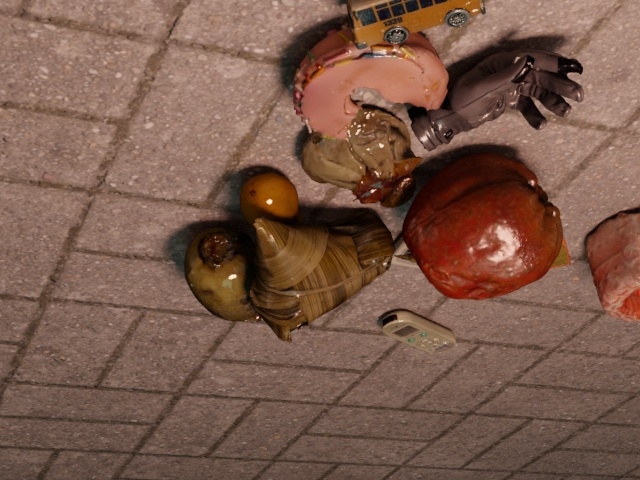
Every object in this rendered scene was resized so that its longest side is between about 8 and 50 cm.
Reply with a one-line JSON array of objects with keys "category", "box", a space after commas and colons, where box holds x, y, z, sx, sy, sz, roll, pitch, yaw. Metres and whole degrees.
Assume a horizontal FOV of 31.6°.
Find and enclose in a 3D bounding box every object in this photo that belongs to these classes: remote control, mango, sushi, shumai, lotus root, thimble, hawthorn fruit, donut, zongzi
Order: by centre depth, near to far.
[{"category": "donut", "box": [0.064, -0.242, 1.651, 0.233, 0.085, 0.199, -15, 149, 14]}, {"category": "shumai", "box": [0.069, -0.118, 1.832, 0.201, 0.120, 0.201, -8, 150, -5]}, {"category": "hawthorn fruit", "box": [0.277, -0.016, 1.913, 0.262, 0.258, 0.258, -36, 149, -7]}, {"category": "zongzi", "box": [0.000, 0.000, 1.939, 0.286, 0.134, 0.288, -35, 143, -21]}, {"category": "mango", "box": [-0.082, -0.058, 1.940, 0.102, 0.084, 0.184, -19, 159, 7]}, {"category": "sushi", "box": [0.136, -0.092, 1.962, 0.050, 0.047, 0.099, 3, 133, -39]}, {"category": "lotus root", "box": [-0.165, 0.077, 2.087, 0.154, 0.154, 0.278, -12, 153, 8]}, {"category": "remote control", "box": [0.203, -0.008, 2.121, 0.088, 0.029, 0.190, 11, 142, -21]}, {"category": "thimble", "box": [0.642, 0.048, 2.196, 0.239, 0.162, 0.239, -3, 152, -2]}, {"category": "remote control", "box": [0.216, 0.200, 2.478, 0.078, 0.042, 0.221, -28, 143, 33]}]

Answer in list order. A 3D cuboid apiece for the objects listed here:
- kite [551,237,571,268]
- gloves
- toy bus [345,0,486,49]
[{"category": "kite", "box": [0.353, 0.012, 2.216, 0.378, 0.013, 0.327, 7, 146, -22]}, {"category": "gloves", "box": [0.258, -0.217, 1.706, 0.286, 0.119, 0.142, -11, 163, 26]}, {"category": "toy bus", "box": [0.118, -0.331, 1.504, 0.182, 0.091, 0.103, -15, 147, 10]}]
